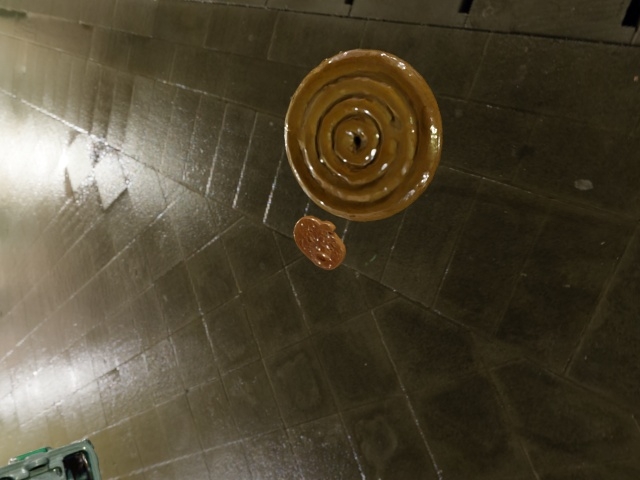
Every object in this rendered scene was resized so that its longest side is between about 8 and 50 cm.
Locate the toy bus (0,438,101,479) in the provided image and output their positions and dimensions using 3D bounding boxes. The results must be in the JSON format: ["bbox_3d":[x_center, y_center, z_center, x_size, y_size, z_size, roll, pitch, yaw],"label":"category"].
[{"bbox_3d":[-0.420,0.506,0.634,0.199,0.183,0.344,-41,63,33],"label":"toy bus"}]

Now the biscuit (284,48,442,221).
[{"bbox_3d":[0.055,-0.156,0.653,0.261,0.037,0.262,8,109,24],"label":"biscuit"}]

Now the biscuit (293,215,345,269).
[{"bbox_3d":[0.000,0.000,0.633,0.091,0.015,0.078,45,132,11],"label":"biscuit"}]
